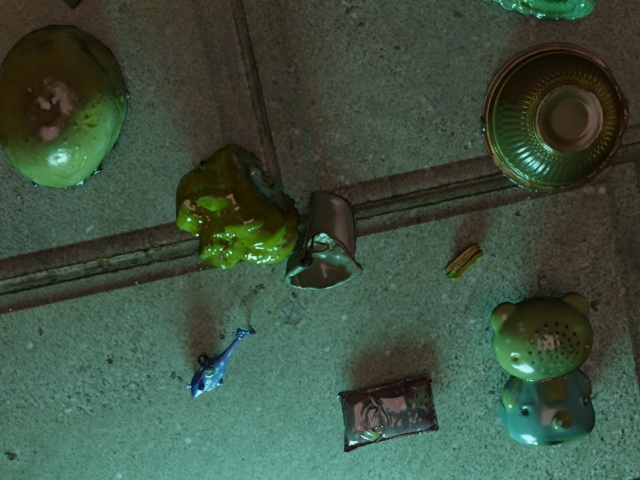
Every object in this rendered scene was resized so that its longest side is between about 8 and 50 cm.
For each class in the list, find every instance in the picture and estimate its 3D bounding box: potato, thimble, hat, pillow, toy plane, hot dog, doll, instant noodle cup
[{"bbox_3d":[-0.435,-0.217,1.454,0.242,0.242,0.286,20,93,-5],"label":"potato"},{"bbox_3d":[0.364,-0.464,1.465,0.218,0.219,0.150,14,94,-5],"label":"thimble"},{"bbox_3d":[0.000,0.000,1.581,0.147,0.085,0.175,13,75,-37],"label":"hat"},{"bbox_3d":[0.124,0.317,1.633,0.184,0.043,0.118,-10,91,-5],"label":"pillow"},{"bbox_3d":[-0.181,0.221,1.605,0.062,0.054,0.167,35,96,-31],"label":"toy plane"},{"bbox_3d":[0.261,0.039,1.614,0.083,0.021,0.037,-39,108,1],"label":"hot dog"},{"bbox_3d":[0.398,0.225,1.575,0.176,0.161,0.261,-7,100,0],"label":"doll"},{"bbox_3d":[0.423,-0.213,1.556,0.273,0.091,0.274,0,98,-3],"label":"instant noodle cup"}]

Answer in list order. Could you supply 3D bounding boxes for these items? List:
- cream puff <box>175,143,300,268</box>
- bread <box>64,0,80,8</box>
[{"bbox_3d":[-0.150,-0.038,1.512,0.194,0.195,0.221,-44,93,3],"label":"cream puff"},{"bbox_3d":[-0.410,-0.467,1.485,0.074,0.084,0.139,40,94,-8],"label":"bread"}]
